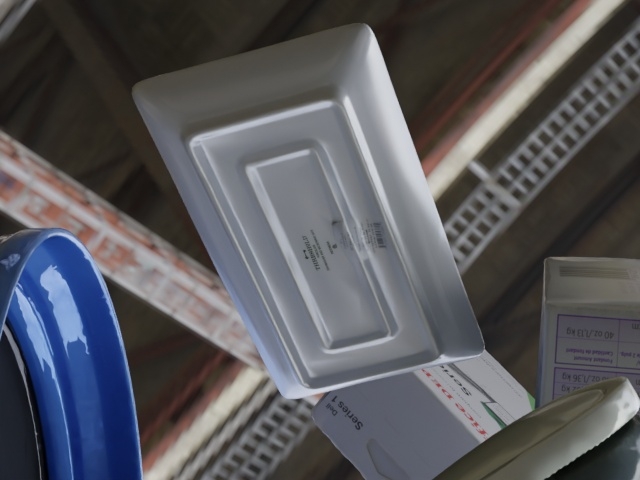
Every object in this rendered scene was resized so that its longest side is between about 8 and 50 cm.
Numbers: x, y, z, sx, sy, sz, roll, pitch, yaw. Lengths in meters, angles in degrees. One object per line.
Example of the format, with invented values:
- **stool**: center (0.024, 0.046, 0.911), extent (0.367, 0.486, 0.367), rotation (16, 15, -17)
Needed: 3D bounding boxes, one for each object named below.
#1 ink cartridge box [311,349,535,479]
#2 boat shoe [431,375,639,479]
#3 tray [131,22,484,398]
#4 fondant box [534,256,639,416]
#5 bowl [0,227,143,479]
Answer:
- **ink cartridge box**: center (0.112, 0.163, 1.309), extent (0.160, 0.219, 0.092), rotation (45, -75, 19)
- **boat shoe**: center (0.018, 0.174, 0.573), extent (0.099, 0.116, 0.319), rotation (48, -68, 8)
- **tray**: center (0.000, 0.000, 0.949), extent (0.145, 0.270, 0.030), rotation (-14, -141, 11)
- **fondant box**: center (0.180, 0.187, 1.008), extent (0.096, 0.238, 0.330), rotation (2, -84, 8)
- **bowl**: center (-0.186, 0.190, 0.972), extent (0.077, 0.391, 0.391), rotation (-4, -125, 6)
